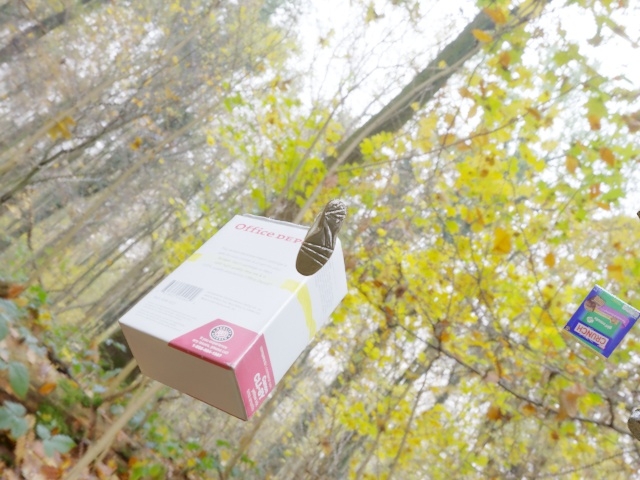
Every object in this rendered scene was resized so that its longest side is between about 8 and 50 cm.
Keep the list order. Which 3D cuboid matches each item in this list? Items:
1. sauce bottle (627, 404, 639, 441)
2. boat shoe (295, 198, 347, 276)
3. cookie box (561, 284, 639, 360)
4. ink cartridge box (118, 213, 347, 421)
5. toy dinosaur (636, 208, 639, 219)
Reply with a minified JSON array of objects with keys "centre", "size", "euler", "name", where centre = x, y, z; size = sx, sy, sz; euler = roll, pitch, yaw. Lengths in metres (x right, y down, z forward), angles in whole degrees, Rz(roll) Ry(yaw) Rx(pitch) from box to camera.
[{"centre":[0.873,0.346,1.410],"size":[0.111,0.344,0.111],"euler":[47,-14,15],"name":"sauce bottle"},{"centre":[0.000,0.000,0.939],"size":[0.050,0.135,0.045],"euler":[32,-20,-4],"name":"boat shoe"},{"centre":[0.509,0.149,1.094],"size":[0.092,0.107,0.040],"euler":[37,13,25],"name":"cookie box"},{"centre":[-0.156,0.131,1.216],"size":[0.279,0.384,0.160],"euler":[14,-48,29],"name":"ink cartridge box"},{"centre":[0.454,-0.016,0.766],"size":[0.092,0.053,0.183],"euler":[43,-64,12],"name":"toy dinosaur"}]
